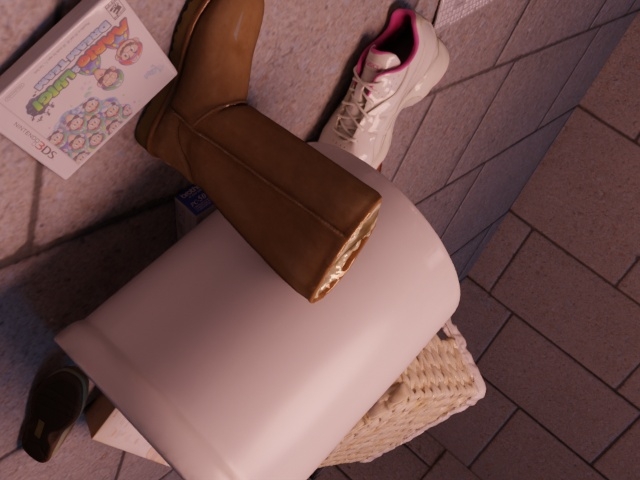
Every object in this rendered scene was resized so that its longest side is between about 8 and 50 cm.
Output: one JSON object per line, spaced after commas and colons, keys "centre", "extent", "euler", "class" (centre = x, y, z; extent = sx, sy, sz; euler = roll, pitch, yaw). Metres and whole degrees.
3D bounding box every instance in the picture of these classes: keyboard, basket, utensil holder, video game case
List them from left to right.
{"centre": [-0.215, -0.139, 0.668], "extent": [0.157, 0.019, 0.143], "euler": [-45, 160, -5], "class": "video game case"}
{"centre": [-0.065, 0.109, 0.902], "extent": [0.385, 0.327, 0.328], "euler": [-43, 160, -19], "class": "utensil holder"}
{"centre": [0.068, 0.224, 1.387], "extent": [0.331, 0.328, 0.266], "euler": [-39, 153, 28], "class": "basket"}
{"centre": [0.274, -0.430, 1.279], "extent": [0.256, 0.014, 0.072], "euler": [-37, 157, -36], "class": "keyboard"}

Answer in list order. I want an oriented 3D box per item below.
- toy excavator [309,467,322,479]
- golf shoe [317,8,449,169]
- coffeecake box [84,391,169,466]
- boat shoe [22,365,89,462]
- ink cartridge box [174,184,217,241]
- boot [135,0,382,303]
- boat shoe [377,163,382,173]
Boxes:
{"centre": [-0.126, 0.518, 1.782], "extent": [0.433, 0.222, 0.445], "euler": [-53, 163, 17], "class": "toy excavator"}
{"centre": [0.070, -0.212, 1.100], "extent": [0.306, 0.115, 0.140], "euler": [-56, 151, -5], "class": "golf shoe"}
{"centre": [-0.249, 0.269, 1.158], "extent": [0.185, 0.068, 0.142], "euler": [35, 95, -35], "class": "coffeecake box"}
{"centre": [-0.353, 0.225, 1.004], "extent": [0.190, 0.068, 0.072], "euler": [-52, 177, 34], "class": "boat shoe"}
{"centre": [-0.152, -0.011, 1.033], "extent": [0.097, 0.046, 0.207], "euler": [-38, 158, -29], "class": "ink cartridge box"}
{"centre": [-0.042, -0.109, 0.746], "extent": [0.089, 0.269, 0.236], "euler": [-19, 144, -58], "class": "boot"}
{"centre": [-0.008, -0.042, 1.182], "extent": [0.307, 0.110, 0.104], "euler": [-50, 173, -2], "class": "boat shoe"}
